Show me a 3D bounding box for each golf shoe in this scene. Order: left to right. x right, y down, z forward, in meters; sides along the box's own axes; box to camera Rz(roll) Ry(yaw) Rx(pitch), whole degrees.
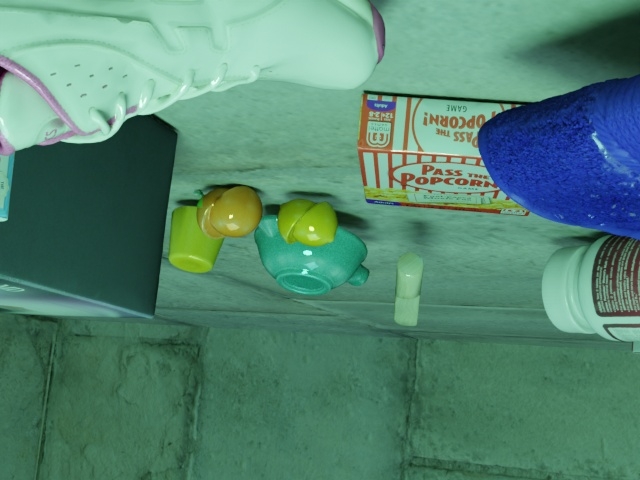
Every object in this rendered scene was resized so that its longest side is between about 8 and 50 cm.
[{"bbox_3d":[-0.104,-0.099,0.529,0.306,0.140,0.115,10,168,-30],"label":"golf shoe"}]

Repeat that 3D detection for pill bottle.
[{"bbox_3d":[0.359,0.050,1.162,0.121,0.121,0.221,14,168,-40],"label":"pill bottle"}]

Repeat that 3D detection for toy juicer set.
[{"bbox_3d":[0.000,0.000,1.222,0.329,0.089,0.209,16,155,-13],"label":"toy juicer set"}]

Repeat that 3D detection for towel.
[{"bbox_3d":[0.254,-0.040,0.551,0.228,0.076,0.308,9,171,-24],"label":"towel"}]

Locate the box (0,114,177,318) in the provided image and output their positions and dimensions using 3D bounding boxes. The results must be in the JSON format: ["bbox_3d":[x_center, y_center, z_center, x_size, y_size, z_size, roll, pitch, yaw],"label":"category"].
[{"bbox_3d":[-0.313,-0.044,0.842,0.294,0.182,0.296,1,169,19],"label":"box"}]

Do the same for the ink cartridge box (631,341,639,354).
[{"bbox_3d":[0.467,0.084,1.277,0.175,0.127,0.072,10,171,-21],"label":"ink cartridge box"}]

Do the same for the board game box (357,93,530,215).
[{"bbox_3d":[0.107,-0.065,0.866,0.147,0.045,0.193,5,170,6],"label":"board game box"}]

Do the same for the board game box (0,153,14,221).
[{"bbox_3d":[-0.202,-0.094,0.554,0.026,0.154,0.103,-6,165,35],"label":"board game box"}]
